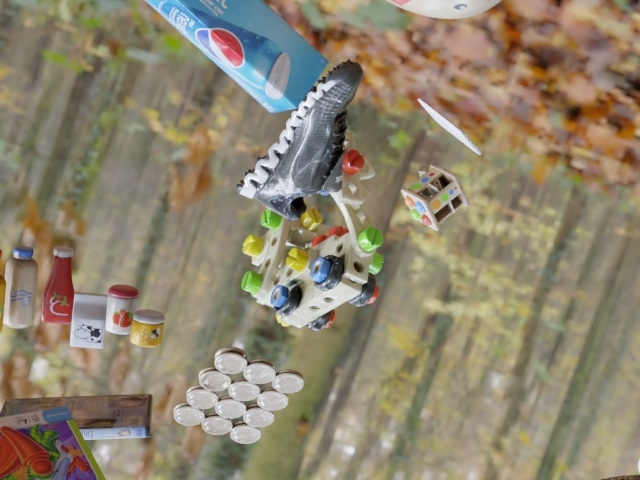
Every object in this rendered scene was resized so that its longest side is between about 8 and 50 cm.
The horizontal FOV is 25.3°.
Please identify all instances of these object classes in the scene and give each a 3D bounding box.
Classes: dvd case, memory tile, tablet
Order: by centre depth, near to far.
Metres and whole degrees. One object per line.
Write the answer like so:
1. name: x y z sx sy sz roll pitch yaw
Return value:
1. tablet: 0.146 -0.129 1.618 0.083 0.006 0.054 43 -178 40
2. memory tile: -0.095 0.180 1.641 0.113 0.148 0.012 20 -137 -21
3. dvd case: -0.406 0.293 2.363 0.253 0.022 0.180 -2 -169 -5

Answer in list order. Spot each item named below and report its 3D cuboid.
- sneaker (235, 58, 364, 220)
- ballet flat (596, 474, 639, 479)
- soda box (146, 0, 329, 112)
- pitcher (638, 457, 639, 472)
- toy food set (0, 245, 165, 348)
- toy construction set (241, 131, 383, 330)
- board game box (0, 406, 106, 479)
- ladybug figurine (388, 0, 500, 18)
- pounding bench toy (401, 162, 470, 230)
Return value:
1. sneaker: -0.001 -0.114 1.743 0.106 0.234 0.078 40 -152 2
2. ballet flat: 0.153 0.394 1.496 0.182 0.483 0.164 27 155 48
3. soda box: -0.095 -0.234 1.567 0.210 0.071 0.067 41 162 -21
4. pitcher: 0.478 0.237 1.659 0.207 0.125 0.177 -6 158 1
5. toy food set: -0.304 0.063 1.742 0.232 0.104 0.111 5 -168 -10
6. toy construction set: 0.000 0.000 1.952 0.151 0.215 0.327 17 148 -13
7. board game box: -0.461 0.346 1.874 0.347 0.078 0.233 -7 -143 -30
8. ladybug figurine: 0.138 -0.538 2.226 0.449 0.305 0.162 46 -166 -9
9. pounding bench toy: 0.136 -0.058 1.833 0.083 0.065 0.052 32 156 52
